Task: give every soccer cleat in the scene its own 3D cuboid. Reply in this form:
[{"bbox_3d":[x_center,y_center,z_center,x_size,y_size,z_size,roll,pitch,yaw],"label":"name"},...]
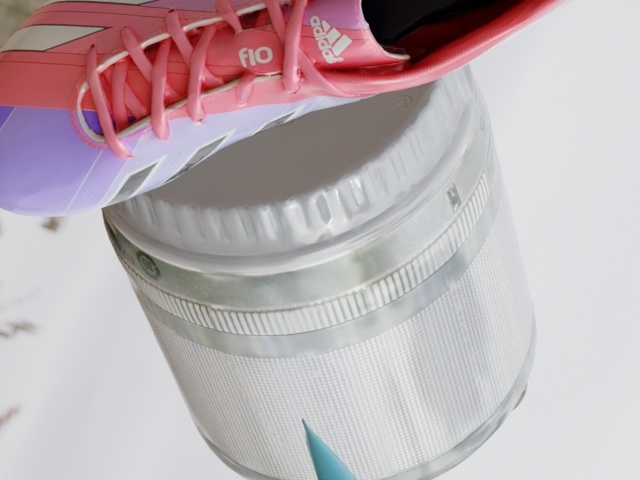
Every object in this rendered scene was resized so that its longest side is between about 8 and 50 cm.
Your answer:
[{"bbox_3d":[-0.019,-0.070,0.676,0.248,0.083,0.095,-22,-162,9],"label":"soccer cleat"}]

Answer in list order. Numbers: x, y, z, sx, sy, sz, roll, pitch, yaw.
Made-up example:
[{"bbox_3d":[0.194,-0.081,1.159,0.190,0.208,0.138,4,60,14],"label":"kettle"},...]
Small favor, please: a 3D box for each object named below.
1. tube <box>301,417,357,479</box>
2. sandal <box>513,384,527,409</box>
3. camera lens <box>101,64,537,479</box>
[{"bbox_3d":[0.044,0.171,0.807,0.207,0.052,0.080,60,-12,26],"label":"tube"},{"bbox_3d":[0.073,0.112,1.553,0.049,0.180,0.072,-110,-158,-49],"label":"sandal"},{"bbox_3d":[0.000,0.000,1.123,0.274,0.219,0.219,71,23,-47],"label":"camera lens"}]
